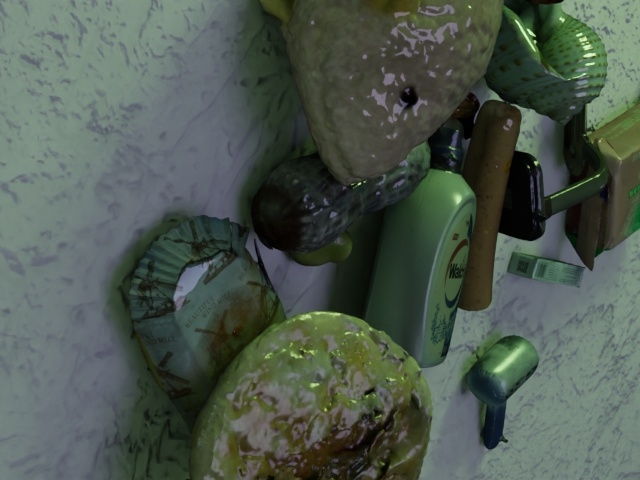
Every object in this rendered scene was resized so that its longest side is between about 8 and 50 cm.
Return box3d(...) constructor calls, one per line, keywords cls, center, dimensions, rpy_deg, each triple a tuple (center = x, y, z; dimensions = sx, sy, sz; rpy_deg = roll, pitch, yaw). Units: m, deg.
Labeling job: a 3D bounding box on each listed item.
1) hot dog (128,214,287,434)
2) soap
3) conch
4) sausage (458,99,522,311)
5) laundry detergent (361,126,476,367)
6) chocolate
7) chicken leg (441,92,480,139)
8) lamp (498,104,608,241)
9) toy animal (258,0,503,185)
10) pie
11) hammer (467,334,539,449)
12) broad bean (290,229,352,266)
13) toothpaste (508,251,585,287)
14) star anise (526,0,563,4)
box3d(cls="hot dog", center=(-0.108, 0.096, 1.332), dimensions=(0.162, 0.081, 0.270), rpy_deg=(-46, 138, -26))
box3d(cls="soap", center=(0.475, -0.106, 2.005), dimensions=(0.273, 0.098, 0.218), rpy_deg=(-29, 135, -40))
box3d(cls="conch", center=(0.257, -0.233, 1.620), dimensions=(0.172, 0.200, 0.131), rpy_deg=(-7, 151, -34))
box3d(cls="sausage", center=(0.205, -0.041, 1.672), dimensions=(0.065, 0.065, 0.301), rpy_deg=(-31, 136, -42))
box3d(cls="laundry detergent", center=(0.125, 0.004, 1.574), dimensions=(0.215, 0.105, 0.281), rpy_deg=(5, 96, -74))
box3d(cls="chocolate", center=(0.026, -0.065, 1.413), dimensions=(0.248, 0.110, 0.110), rpy_deg=(-33, 131, -41))
box3d(cls="chicken leg", center=(0.166, -0.158, 1.615), dimensions=(0.145, 0.037, 0.062), rpy_deg=(10, 118, -55))
box3d(cls="lamp", center=(0.311, -0.138, 1.753), dimensions=(0.283, 0.124, 0.203), rpy_deg=(-32, 120, -45))
box3d(cls="toy animal", center=(0.080, -0.241, 1.324), dimensions=(0.226, 0.188, 0.358), rpy_deg=(53, 51, -41))
box3d(cls="pie", center=(-0.016, 0.237, 1.361), dimensions=(0.339, 0.077, 0.339), rpy_deg=(-13, 111, -37))
box3d(cls="hammer", center=(0.259, 0.232, 1.915), dimensions=(0.116, 0.069, 0.194), rpy_deg=(-38, 142, -38))
box3d(cls="broad bean", center=(0.000, 0.000, 1.465), dimensions=(0.083, 0.045, 0.063), rpy_deg=(3, 116, -46))
box3d(cls="toothpaste", center=(0.332, 0.042, 1.926), dimensions=(0.164, 0.046, 0.034), rpy_deg=(10, 96, -55))
box3d(cls="star anise", center=(0.219, -0.374, 1.504), dimensions=(0.190, 0.125, 0.220), rpy_deg=(53, 29, -39))
